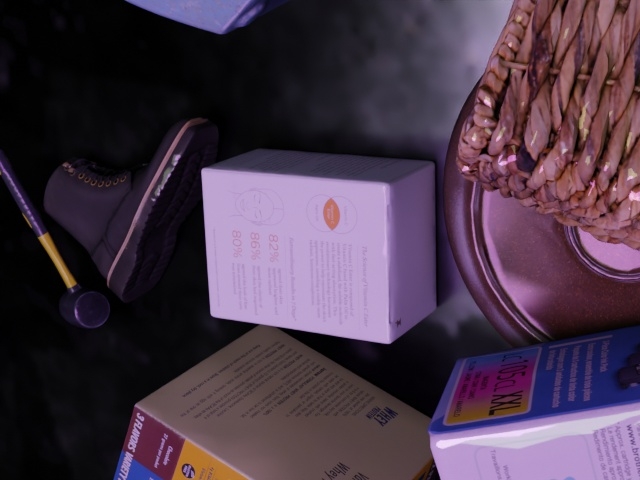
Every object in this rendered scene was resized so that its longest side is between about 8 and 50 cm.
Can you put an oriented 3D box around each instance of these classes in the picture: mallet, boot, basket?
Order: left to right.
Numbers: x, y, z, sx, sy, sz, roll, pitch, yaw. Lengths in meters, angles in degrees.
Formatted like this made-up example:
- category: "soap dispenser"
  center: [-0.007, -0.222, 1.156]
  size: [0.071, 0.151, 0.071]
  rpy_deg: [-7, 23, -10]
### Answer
- category: "mallet"
  center: [-0.262, 0.001, 1.113]
  size: [0.190, 0.039, 0.062]
  rpy_deg: [60, 157, -7]
- category: "boot"
  center: [-0.182, -0.057, 1.056]
  size: [0.137, 0.077, 0.198]
  rpy_deg: [42, 120, 18]
- category: "basket"
  center: [0.231, -0.135, 0.685]
  size: [0.223, 0.213, 0.299]
  rpy_deg: [21, 90, 7]

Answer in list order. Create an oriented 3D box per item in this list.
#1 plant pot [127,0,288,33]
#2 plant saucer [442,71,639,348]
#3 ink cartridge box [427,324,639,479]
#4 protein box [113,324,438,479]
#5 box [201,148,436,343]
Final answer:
- category: "plant pot"
  center: [-0.071, -0.293, 0.808]
  size: [0.252, 0.248, 0.247]
  rpy_deg: [51, 133, -1]
- category: "plant saucer"
  center: [0.225, -0.017, 0.851]
  size: [0.310, 0.050, 0.311]
  rpy_deg: [9, 110, 26]
- category: "ink cartridge box"
  center: [0.301, 0.185, 0.766]
  size: [0.395, 0.151, 0.270]
  rpy_deg: [-12, 105, 20]
- category: "protein box"
  center: [-0.033, 0.200, 0.971]
  size: [0.201, 0.200, 0.136]
  rpy_deg: [28, 118, 19]
- category: "box"
  center: [0.000, 0.000, 0.956]
  size: [0.170, 0.091, 0.130]
  rpy_deg: [7, 108, 28]
